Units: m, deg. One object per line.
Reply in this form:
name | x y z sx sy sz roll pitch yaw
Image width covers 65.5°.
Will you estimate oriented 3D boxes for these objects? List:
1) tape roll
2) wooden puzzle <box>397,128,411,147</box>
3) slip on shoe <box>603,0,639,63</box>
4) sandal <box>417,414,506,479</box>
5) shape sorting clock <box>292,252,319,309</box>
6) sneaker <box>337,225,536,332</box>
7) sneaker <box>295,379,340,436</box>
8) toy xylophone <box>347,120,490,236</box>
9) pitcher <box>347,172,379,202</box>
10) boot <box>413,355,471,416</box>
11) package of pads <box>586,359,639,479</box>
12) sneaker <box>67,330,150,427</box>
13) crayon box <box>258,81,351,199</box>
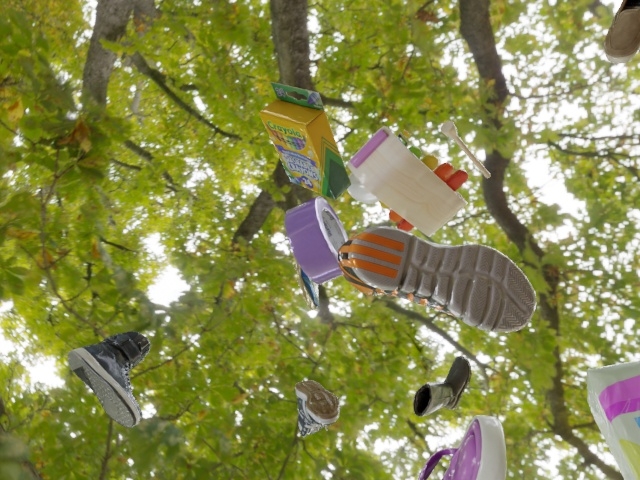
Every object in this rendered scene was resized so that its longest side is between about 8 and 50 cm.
tape roll | 0.000 0.000 1.133 0.189 0.080 0.188 54 -159 -32
wooden puzzle | 0.296 -0.356 1.819 0.014 0.078 0.116 -15 -39 -22
slip on shoe | 0.464 -0.328 0.748 0.135 0.052 0.041 -61 -38 -13
sandal | 0.203 0.439 0.848 0.169 0.102 0.415 -66 -11 -60
shape sorting clock | -0.038 0.082 1.313 0.041 0.206 0.206 -9 -83 7
sneaker | 0.180 0.058 0.825 0.322 0.180 0.124 22 -99 -8
sneaker | -0.006 0.540 1.511 0.099 0.282 0.153 -5 -86 -17
toy xylophone | 0.225 -0.131 1.080 0.236 0.081 0.323 -38 -47 12
pitcher | 0.203 -0.176 1.659 0.178 0.207 0.125 23 -99 -37
boot | 0.366 0.436 1.501 0.209 0.076 0.189 19 -96 -42
package of pads | 0.460 0.253 0.526 0.296 0.229 0.101 -89 -20 -51
sneaker | -0.429 0.298 1.119 0.163 0.226 0.086 -19 -35 -54
crayon box | -0.049 -0.281 1.428 0.083 0.203 0.322 -45 -43 -21
